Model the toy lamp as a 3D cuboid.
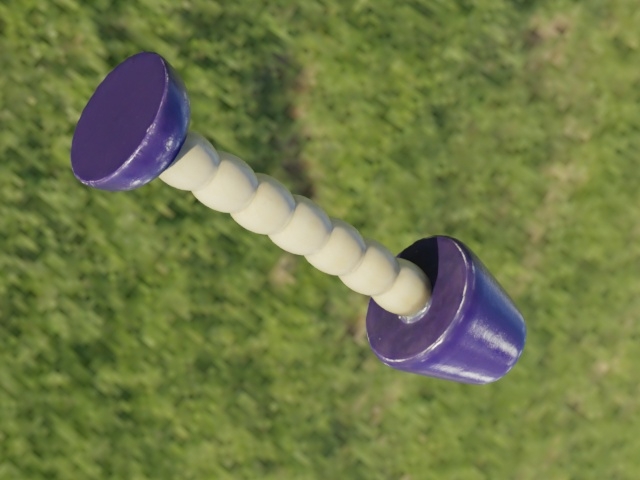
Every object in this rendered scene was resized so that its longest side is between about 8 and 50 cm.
[{"bbox_3d":[0.000,0.000,0.968,0.275,0.080,0.080,32,95,-34],"label":"toy lamp"}]
